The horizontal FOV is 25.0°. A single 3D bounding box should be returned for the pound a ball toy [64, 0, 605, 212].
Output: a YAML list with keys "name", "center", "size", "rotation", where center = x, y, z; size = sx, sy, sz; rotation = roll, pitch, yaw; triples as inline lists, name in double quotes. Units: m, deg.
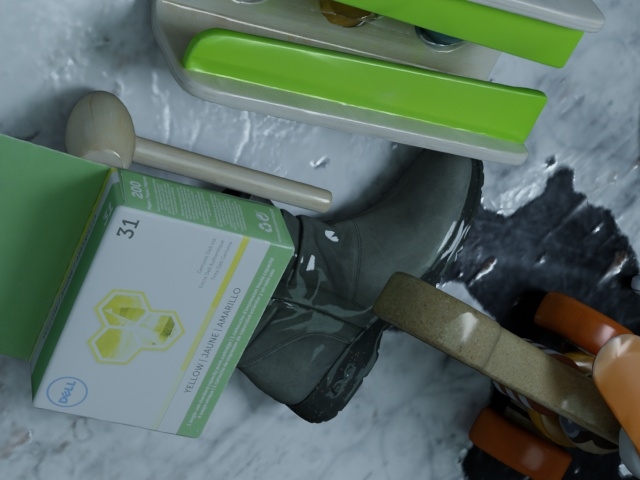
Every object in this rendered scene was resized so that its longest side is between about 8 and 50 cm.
- name: "pound a ball toy"
  center: [-0.001, -0.128, 0.978]
  size: [0.319, 0.136, 0.208]
  rotation: [9, 124, -28]

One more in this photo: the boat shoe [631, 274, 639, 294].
- name: "boat shoe"
  center: [0.303, 0.050, 1.232]
  size: [0.100, 0.035, 0.035]
  rotation: [5, 100, -36]

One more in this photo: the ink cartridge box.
- name: "ink cartridge box"
  center: [-0.157, 0.029, 0.917]
  size: [0.235, 0.056, 0.171]
  rotation: [14, 121, -24]

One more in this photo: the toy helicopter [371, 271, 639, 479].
- name: "toy helicopter"
  center: [0.166, 0.107, 1.023]
  size: [0.355, 0.235, 0.140]
  rotation: [30, 90, -47]

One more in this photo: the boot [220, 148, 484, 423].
- name: "boot"
  center: [0.000, 0.000, 1.032]
  size: [0.161, 0.083, 0.246]
  rotation: [36, 85, -26]
